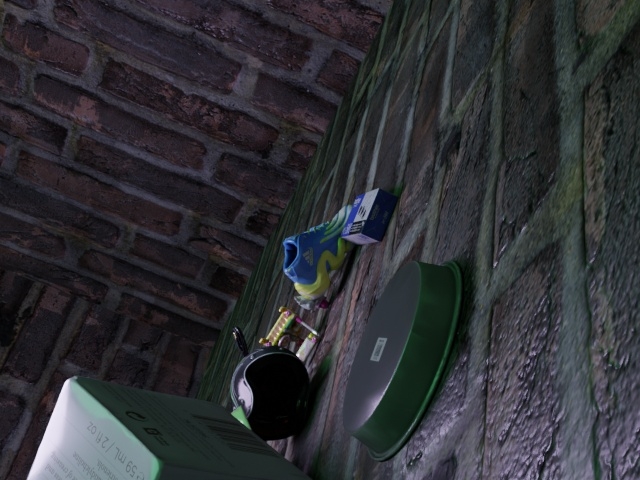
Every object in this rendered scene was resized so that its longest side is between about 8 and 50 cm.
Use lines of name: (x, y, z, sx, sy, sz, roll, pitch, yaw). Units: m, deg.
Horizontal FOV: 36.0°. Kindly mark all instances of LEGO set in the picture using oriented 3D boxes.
LEGO set: (-0.061, 0.251, 2.137, 0.132, 0.107, 0.287, -18, -44, -53)

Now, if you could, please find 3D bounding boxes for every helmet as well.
helmet: (-0.099, 0.291, 1.921, 0.169, 0.169, 0.161, 122, 151, -48)

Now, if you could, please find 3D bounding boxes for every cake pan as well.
cake pan: (0.105, 0.154, 1.352, 0.293, 0.054, 0.293, -158, 90, -81)

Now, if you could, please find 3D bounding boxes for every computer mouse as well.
computer mouse: (-0.151, 0.303, 2.142, 0.071, 0.041, 0.242, 158, 91, -80)

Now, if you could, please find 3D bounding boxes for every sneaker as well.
sneaker: (0.000, 0.000, 2.084, 0.091, 0.126, 0.240, -10, 47, 52)

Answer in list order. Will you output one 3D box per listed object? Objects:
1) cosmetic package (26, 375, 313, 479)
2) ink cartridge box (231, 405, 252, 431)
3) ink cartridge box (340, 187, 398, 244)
cosmetic package: (-0.271, 0.479, 1.568, 0.329, 0.327, 0.393, 25, 93, 48)
ink cartridge box: (-0.196, 0.417, 1.837, 0.209, 0.062, 0.109, -38, 45, 8)
ink cartridge box: (0.095, -0.045, 1.974, 0.207, 0.046, 0.097, 166, 127, -80)
